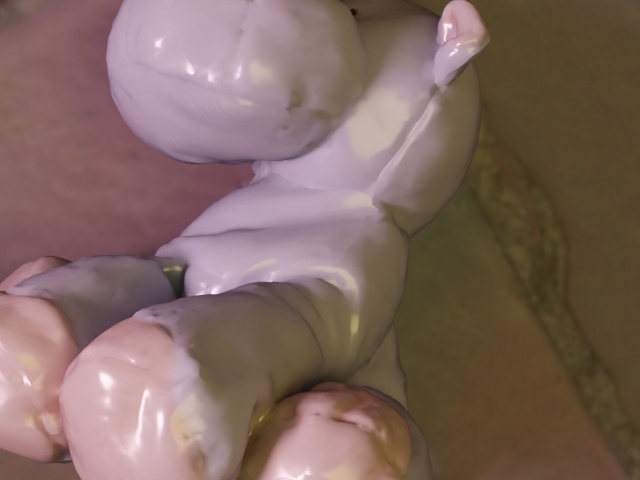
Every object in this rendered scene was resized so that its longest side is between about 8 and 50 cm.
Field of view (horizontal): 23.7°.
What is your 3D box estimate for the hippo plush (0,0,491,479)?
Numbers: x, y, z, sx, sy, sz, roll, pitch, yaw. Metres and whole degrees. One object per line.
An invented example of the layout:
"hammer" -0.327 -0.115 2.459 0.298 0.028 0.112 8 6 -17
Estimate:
"hippo plush" 0.000 0.000 0.658 0.294 0.234 0.237 19 90 -22
